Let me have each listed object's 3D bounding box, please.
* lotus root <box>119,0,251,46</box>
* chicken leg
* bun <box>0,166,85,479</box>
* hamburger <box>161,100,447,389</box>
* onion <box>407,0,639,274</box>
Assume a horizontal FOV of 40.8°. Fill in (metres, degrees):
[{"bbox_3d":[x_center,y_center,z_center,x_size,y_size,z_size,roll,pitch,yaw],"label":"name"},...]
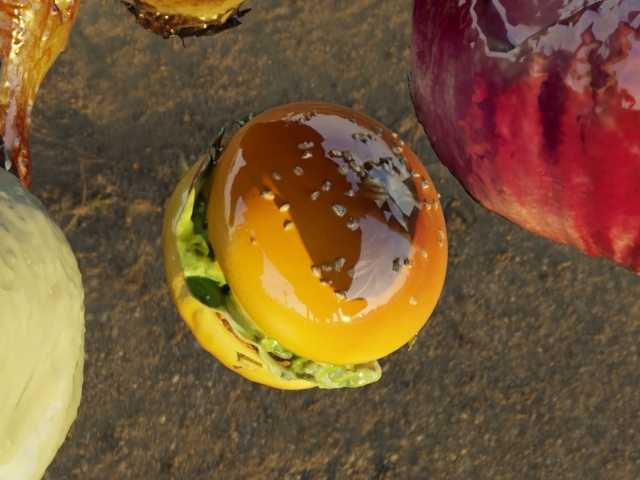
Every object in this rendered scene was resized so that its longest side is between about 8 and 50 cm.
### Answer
[{"bbox_3d":[-0.097,-0.278,0.618,0.169,0.314,0.141,-16,41,-25],"label":"lotus root"},{"bbox_3d":[-0.208,-0.185,0.515,0.083,0.322,0.177,5,44,13],"label":"chicken leg"},{"bbox_3d":[-0.275,0.105,0.435,0.362,0.362,0.211,-33,68,-28],"label":"bun"},{"bbox_3d":[0.001,0.000,0.696,0.246,0.170,0.246,22,55,-35],"label":"hamburger"},{"bbox_3d":[0.152,-0.110,0.370,0.247,0.250,0.111,23,10,16],"label":"onion"}]
